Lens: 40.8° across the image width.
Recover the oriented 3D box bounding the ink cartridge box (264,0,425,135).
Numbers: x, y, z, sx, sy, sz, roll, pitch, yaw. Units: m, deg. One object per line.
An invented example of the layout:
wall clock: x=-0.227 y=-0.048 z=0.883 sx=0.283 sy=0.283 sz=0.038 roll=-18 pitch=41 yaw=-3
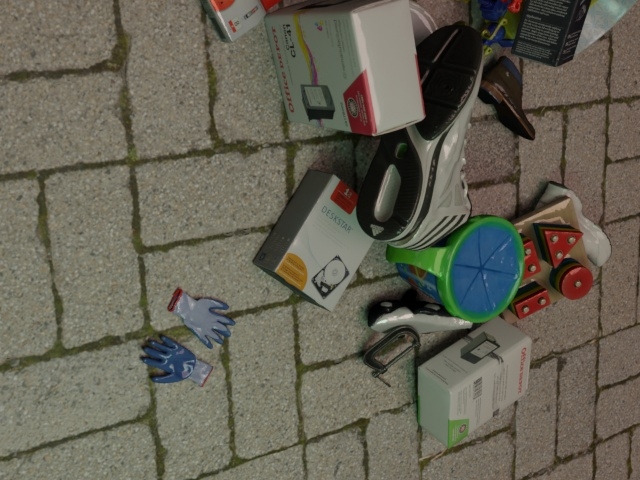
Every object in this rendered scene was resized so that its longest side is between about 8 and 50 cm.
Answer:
ink cartridge box: x=0.041 y=-0.327 z=1.599 sx=0.131 sy=0.306 sz=0.226 roll=-24 pitch=113 yaw=-28

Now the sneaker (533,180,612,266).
sneaker: x=0.640 y=-0.023 z=2.221 sx=0.129 sy=0.111 sz=0.297 roll=-48 pitch=116 yaw=-2

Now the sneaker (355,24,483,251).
sneaker: x=0.231 y=-0.189 z=1.727 sx=0.257 sy=0.169 sz=0.448 roll=25 pitch=87 yaw=-58

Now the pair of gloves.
pair of gloves: x=-0.258 y=0.197 z=1.685 sx=0.159 sy=0.023 sz=0.198 roll=34 pitch=80 yaw=-33

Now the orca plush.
orca plush: x=0.235 y=0.148 z=1.963 sx=0.287 sy=0.151 sz=0.102 roll=-5 pitch=64 yaw=-10

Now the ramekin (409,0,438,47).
ramekin: x=0.149 y=-0.394 z=1.753 sx=0.207 sy=0.109 sz=0.207 roll=0 pitch=90 yaw=-27

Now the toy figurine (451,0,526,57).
toy figurine: x=0.418 y=-0.481 z=1.906 sx=0.217 sy=0.191 sz=0.363 roll=30 pitch=84 yaw=-40

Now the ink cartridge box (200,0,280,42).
ink cartridge box: x=-0.141 y=-0.475 z=1.602 sx=0.179 sy=0.045 sz=0.145 roll=-39 pitch=120 yaw=-19

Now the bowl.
bowl: x=0.614 y=-0.578 z=2.010 sx=0.289 sy=0.289 sz=0.156 roll=-31 pitch=74 yaw=-26

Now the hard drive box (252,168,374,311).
hard drive box: x=0.000 y=0.000 z=1.778 sx=0.181 sy=0.089 sz=0.232 roll=37 pitch=79 yaw=-35

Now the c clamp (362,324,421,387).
c clamp: x=0.166 y=0.256 z=1.950 sx=0.137 sy=0.022 sz=0.160 roll=32 pitch=112 yaw=-35

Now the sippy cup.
sippy cup: x=0.291 y=0.042 z=1.904 sx=0.240 sy=0.224 sz=0.305 roll=-48 pitch=122 yaw=-15

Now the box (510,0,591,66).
box: x=0.500 y=-0.487 z=1.829 sx=0.153 sy=0.108 sz=0.207 roll=-30 pitch=137 yaw=-58

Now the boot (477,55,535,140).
boot: x=0.460 y=-0.332 z=2.025 sx=0.219 sy=0.082 sz=0.106 roll=39 pitch=80 yaw=-32

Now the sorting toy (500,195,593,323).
sorting toy: x=0.547 y=0.062 z=2.118 sx=0.255 sy=0.089 sz=0.257 roll=-25 pitch=115 yaw=-6

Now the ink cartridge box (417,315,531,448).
ink cartridge box: x=0.368 y=0.336 z=2.063 sx=0.272 sy=0.114 sz=0.198 roll=-27 pitch=132 yaw=-28
